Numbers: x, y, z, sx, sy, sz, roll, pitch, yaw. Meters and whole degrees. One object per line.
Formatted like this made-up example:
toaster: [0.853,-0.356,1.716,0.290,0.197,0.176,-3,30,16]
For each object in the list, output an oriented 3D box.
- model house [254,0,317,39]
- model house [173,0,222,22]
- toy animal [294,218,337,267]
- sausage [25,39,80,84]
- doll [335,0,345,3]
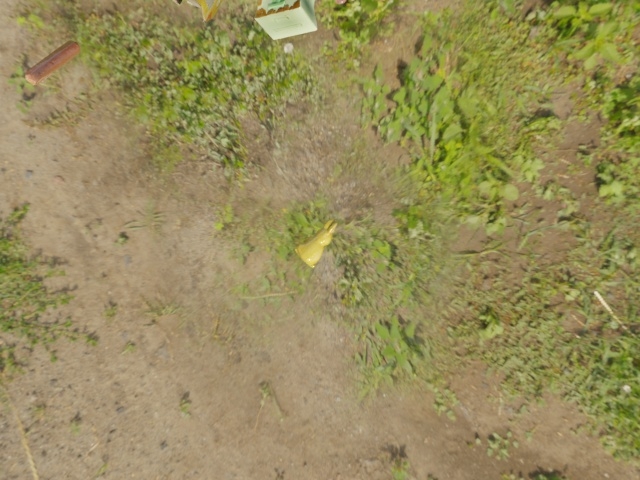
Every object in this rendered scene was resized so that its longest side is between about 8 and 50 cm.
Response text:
model house: [-0.077,-0.562,1.299,0.127,0.100,0.149,-4,75,22]
model house: [-0.256,-0.594,1.144,0.136,0.207,0.219,26,88,2]
toy animal: [0.003,0.002,1.747,0.159,0.070,0.083,-47,67,9]
sausage: [-0.559,-0.374,1.178,0.030,0.035,0.147,40,54,-11]
doll: [0.111,-0.715,1.441,0.262,0.211,0.093,-38,57,40]
